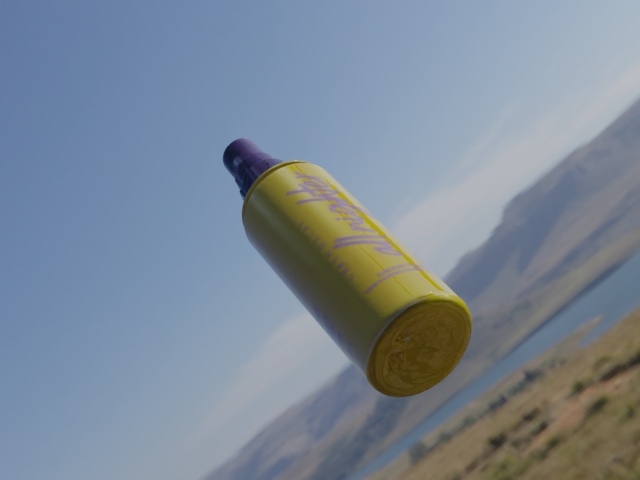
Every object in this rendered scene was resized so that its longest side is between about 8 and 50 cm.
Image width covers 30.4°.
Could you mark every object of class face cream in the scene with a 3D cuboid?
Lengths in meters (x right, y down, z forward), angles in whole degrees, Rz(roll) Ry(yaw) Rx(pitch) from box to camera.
[{"bbox_3d":[0.000,0.000,0.820,0.078,0.273,0.078,-16,-53,-22],"label":"face cream"}]
